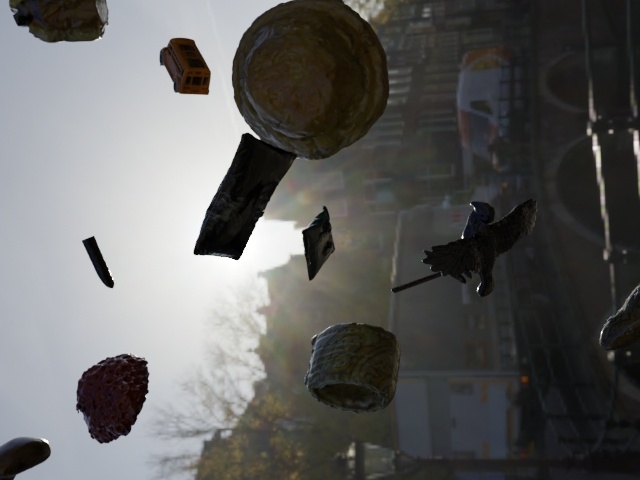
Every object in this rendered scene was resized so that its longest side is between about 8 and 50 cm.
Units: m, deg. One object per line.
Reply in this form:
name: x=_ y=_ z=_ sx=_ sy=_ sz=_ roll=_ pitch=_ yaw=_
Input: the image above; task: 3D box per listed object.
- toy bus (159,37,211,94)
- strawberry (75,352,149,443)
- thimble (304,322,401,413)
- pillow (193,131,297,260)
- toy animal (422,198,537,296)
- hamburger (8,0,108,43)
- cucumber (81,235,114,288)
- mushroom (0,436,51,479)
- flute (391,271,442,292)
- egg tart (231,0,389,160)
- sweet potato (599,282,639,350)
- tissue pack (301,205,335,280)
toy bus: x=-0.277 y=-0.362 z=1.588 sx=0.162 sy=0.070 sz=0.074 roll=60 pitch=143 yaw=40
strawberry: x=-0.423 y=0.303 z=1.535 sx=0.190 sy=0.111 sz=0.236 roll=-64 pitch=22 yaw=-13
thimble: x=0.061 y=0.251 z=1.543 sx=0.137 sy=0.191 sz=0.143 roll=83 pitch=-163 yaw=-47
pillow: x=-0.124 y=-0.063 z=1.233 sx=0.141 sy=0.055 sz=0.208 roll=14 pitch=-73 yaw=-58
toy animal: x=0.184 y=0.007 z=0.890 sx=0.220 sy=0.062 sz=0.107 roll=-20 pitch=-44 yaw=-42
hamburger: x=-0.455 y=-0.435 z=1.393 sx=0.207 sy=0.156 sz=0.135 roll=-93 pitch=5 yaw=-66
cucumber: x=-0.521 y=0.054 z=1.827 sx=0.133 sy=0.032 sz=0.032 roll=66 pitch=-165 yaw=-7
mushroom: x=-0.615 y=0.442 z=1.518 sx=0.080 sy=0.135 sz=0.171 roll=52 pitch=-131 yaw=0
flute: x=0.245 y=0.090 z=1.807 sx=0.270 sy=0.014 sz=0.014 roll=-14 pitch=-77 yaw=-49
egg tart: x=-0.033 y=-0.292 z=1.409 sx=0.128 sy=0.319 sz=0.318 roll=-31 pitch=-62 yaw=-66
sweet potato: x=0.478 y=0.062 z=0.877 sx=0.098 sy=0.310 sz=0.124 roll=63 pitch=-146 yaw=-37
tissue pack: x=0.000 y=0.000 z=1.263 sx=0.138 sy=0.028 sz=0.085 roll=-49 pitch=-49 yaw=-60
